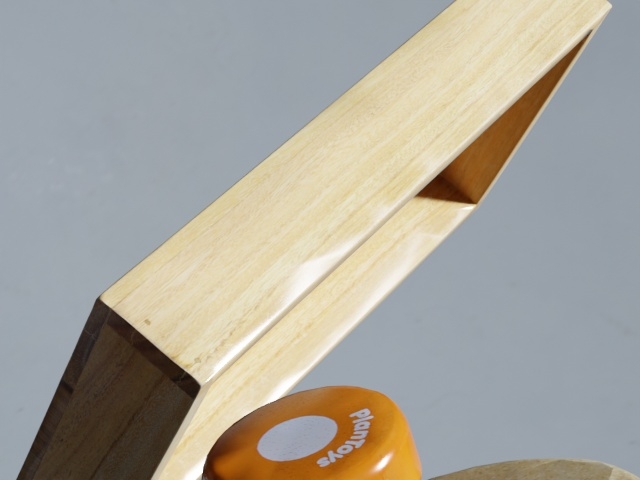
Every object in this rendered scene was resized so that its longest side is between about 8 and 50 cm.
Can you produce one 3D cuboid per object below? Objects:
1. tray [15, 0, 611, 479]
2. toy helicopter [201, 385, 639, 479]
[{"bbox_3d":[0.000,0.000,1.102,0.076,0.203,0.411,41,48,9],"label":"tray"},{"bbox_3d":[0.041,0.186,0.636,0.355,0.235,0.140,-56,135,-54],"label":"toy helicopter"}]
